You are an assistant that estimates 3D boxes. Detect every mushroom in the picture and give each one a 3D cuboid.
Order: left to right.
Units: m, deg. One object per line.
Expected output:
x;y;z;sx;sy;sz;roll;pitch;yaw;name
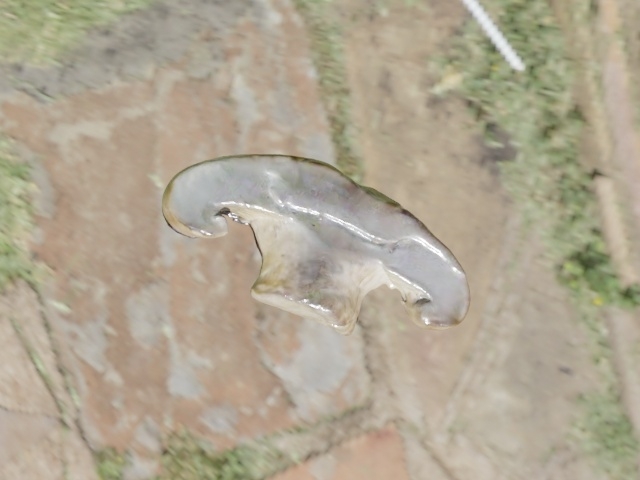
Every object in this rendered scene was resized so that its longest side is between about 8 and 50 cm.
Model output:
0.000;0.000;0.575;0.101;0.019;0.049;20;78;-4;mushroom
